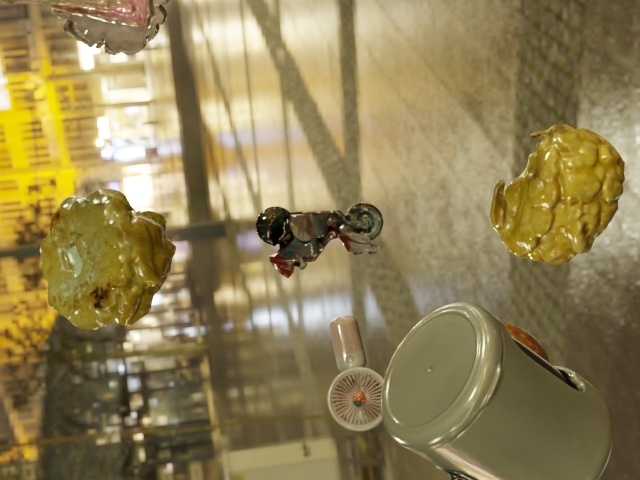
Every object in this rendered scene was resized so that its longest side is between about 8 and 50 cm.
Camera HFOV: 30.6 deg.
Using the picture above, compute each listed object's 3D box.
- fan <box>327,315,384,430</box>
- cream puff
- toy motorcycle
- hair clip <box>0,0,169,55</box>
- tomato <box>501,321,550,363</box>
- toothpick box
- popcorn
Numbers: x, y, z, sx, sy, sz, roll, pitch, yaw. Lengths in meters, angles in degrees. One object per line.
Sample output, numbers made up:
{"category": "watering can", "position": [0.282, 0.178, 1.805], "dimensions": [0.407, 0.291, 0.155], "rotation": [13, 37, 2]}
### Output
{"category": "fan", "position": [0.068, 0.275, 2.428], "dimensions": [0.074, 0.130, 0.244], "rotation": [65, -169, -74]}
{"category": "cream puff", "position": [-0.430, 0.042, 2.519], "dimensions": [0.324, 0.257, 0.291], "rotation": [-10, 83, 38]}
{"category": "toy motorcycle", "position": [0.000, 0.000, 1.949], "dimensions": [0.082, 0.213, 0.122], "rotation": [-89, -4, -80]}
{"category": "hair clip", "position": [-0.360, -0.343, 1.606], "dimensions": [0.069, 0.301, 0.173], "rotation": [-100, 20, -47]}
{"category": "tomato", "position": [0.279, 0.270, 2.064], "dimensions": [0.270, 0.223, 0.270], "rotation": [-158, 90, -87]}
{"category": "toothpick box", "position": [0.253, 0.252, 1.580], "dimensions": [0.229, 0.316, 0.229], "rotation": [-39, 31, 30]}
{"category": "popcorn", "position": [0.386, -0.065, 1.918], "dimensions": [0.250, 0.190, 0.250], "rotation": [-55, -16, -23]}
